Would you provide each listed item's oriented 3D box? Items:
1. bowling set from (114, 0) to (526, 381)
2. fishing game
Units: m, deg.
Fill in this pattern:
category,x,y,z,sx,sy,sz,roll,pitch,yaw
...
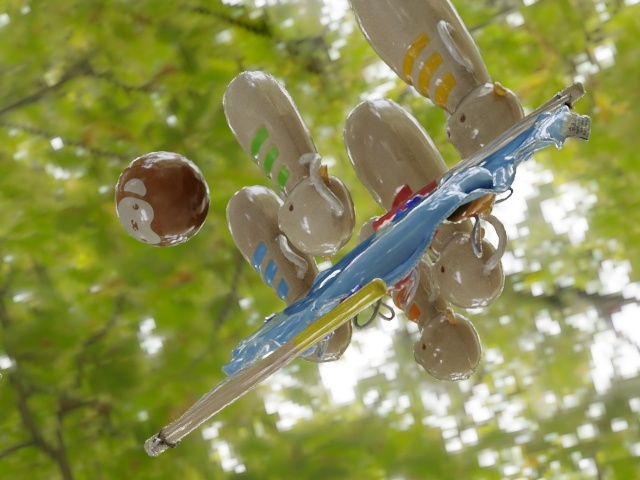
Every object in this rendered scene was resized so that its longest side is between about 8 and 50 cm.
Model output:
category,x,y,z,sx,sy,sz,roll,pitch,yaw
bowling set,0.000,0.000,1.032,0.200,0.287,0.154,-22,-128,-12
fishing game,0.040,0.007,0.793,0.041,0.189,0.264,52,-151,-2
